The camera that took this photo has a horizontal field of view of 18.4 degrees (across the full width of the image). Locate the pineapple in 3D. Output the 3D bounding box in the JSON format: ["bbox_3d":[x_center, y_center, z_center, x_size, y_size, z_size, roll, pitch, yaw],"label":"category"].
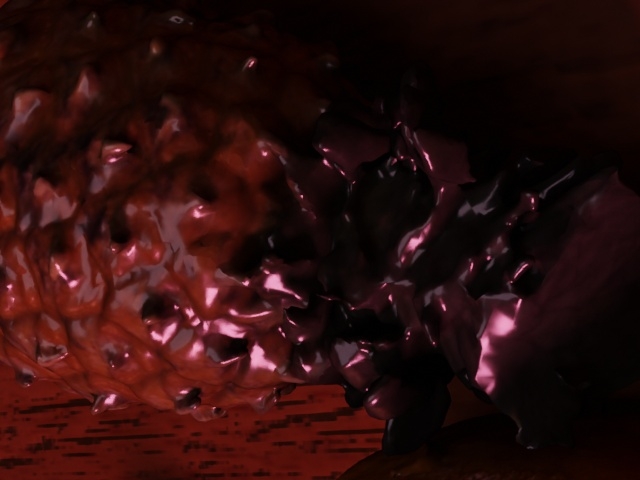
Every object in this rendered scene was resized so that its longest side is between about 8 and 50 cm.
[{"bbox_3d":[0.000,0.000,0.661,0.278,0.158,0.158,14,121,32],"label":"pineapple"}]

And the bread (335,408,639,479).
[{"bbox_3d":[0.068,0.117,0.630,0.190,0.132,0.114,-11,102,48],"label":"bread"}]
